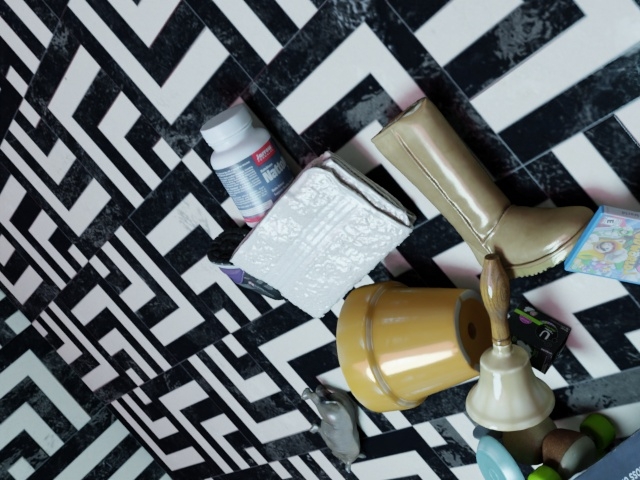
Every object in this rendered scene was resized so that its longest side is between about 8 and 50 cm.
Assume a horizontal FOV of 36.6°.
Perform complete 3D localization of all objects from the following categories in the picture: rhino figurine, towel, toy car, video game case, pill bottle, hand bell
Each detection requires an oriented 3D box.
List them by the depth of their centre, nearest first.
[{"bbox_3d":[0.390,0.013,1.147,0.166,0.015,0.119,11,143,-4],"label":"video game case"},{"bbox_3d":[0.248,0.127,1.321,0.126,0.126,0.242,14,127,40],"label":"hand bell"},{"bbox_3d":[0.000,0.000,1.504,0.187,0.049,0.282,35,128,-9],"label":"towel"},{"bbox_3d":[0.335,0.323,1.507,0.188,0.155,0.149,31,145,39],"label":"toy car"},{"bbox_3d":[-0.114,-0.121,1.558,0.108,0.108,0.180,-4,123,50],"label":"pill bottle"},{"bbox_3d":[0.036,0.393,1.978,0.106,0.073,0.243,23,142,36],"label":"rhino figurine"}]

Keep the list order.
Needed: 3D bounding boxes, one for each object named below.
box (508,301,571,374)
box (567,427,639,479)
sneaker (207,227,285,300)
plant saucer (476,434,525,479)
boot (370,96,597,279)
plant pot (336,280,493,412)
[{"bbox_3d":[0.310,0.141,1.408,0.083,0.062,0.052,31,146,21],"label":"box"},{"bbox_3d":[0.505,0.466,1.137,0.480,0.297,0.471,112,140,-56],"label":"box"},{"bbox_3d":[-0.066,0.055,1.730,0.283,0.107,0.124,15,153,42],"label":"sneaker"},{"bbox_3d":[0.272,0.355,1.475,0.119,0.021,0.119,53,159,31],"label":"plant saucer"},{"bbox_3d":[0.209,-0.075,1.267,0.269,0.089,0.236,51,147,-5],"label":"boot"},{"bbox_3d":[0.160,0.154,1.488,0.188,0.205,0.205,-14,116,36],"label":"plant pot"}]
